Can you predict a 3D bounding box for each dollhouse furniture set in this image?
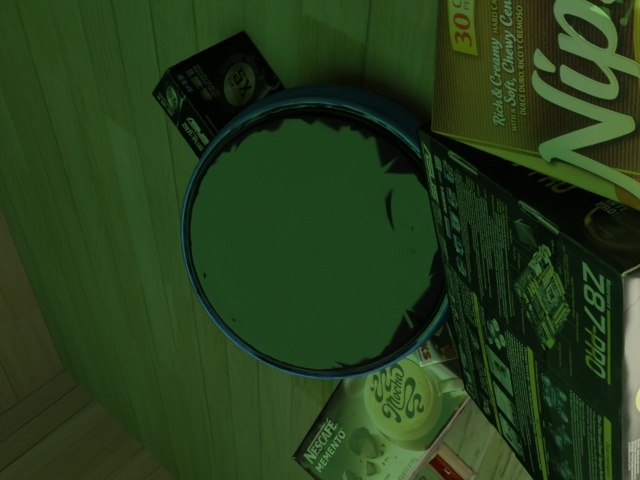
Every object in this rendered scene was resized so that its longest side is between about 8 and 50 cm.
[{"bbox_3d":[0.165,0.390,1.226,0.183,0.129,0.129,43,146,16],"label":"dollhouse furniture set"}]

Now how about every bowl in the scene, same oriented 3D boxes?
[{"bbox_3d":[0.000,0.000,0.903,0.391,0.077,0.391,4,106,14],"label":"bowl"}]

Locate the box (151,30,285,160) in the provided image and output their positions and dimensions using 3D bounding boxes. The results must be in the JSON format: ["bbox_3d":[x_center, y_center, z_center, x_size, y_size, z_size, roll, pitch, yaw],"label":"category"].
[{"bbox_3d":[-0.125,-0.185,1.011,0.180,0.147,0.077,55,147,-4],"label":"box"}]

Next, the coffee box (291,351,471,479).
[{"bbox_3d":[0.107,0.265,1.068,0.168,0.119,0.297,39,114,20],"label":"coffee box"}]

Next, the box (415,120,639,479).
[{"bbox_3d":[0.228,0.094,0.695,0.318,0.097,0.395,-123,14,-57],"label":"box"}]

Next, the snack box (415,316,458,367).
[{"bbox_3d":[0.143,0.079,0.961,0.064,0.022,0.178,-20,77,21],"label":"snack box"}]

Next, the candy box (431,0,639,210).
[{"bbox_3d":[0.228,-0.114,0.454,0.316,0.087,0.183,27,140,31],"label":"candy box"}]
